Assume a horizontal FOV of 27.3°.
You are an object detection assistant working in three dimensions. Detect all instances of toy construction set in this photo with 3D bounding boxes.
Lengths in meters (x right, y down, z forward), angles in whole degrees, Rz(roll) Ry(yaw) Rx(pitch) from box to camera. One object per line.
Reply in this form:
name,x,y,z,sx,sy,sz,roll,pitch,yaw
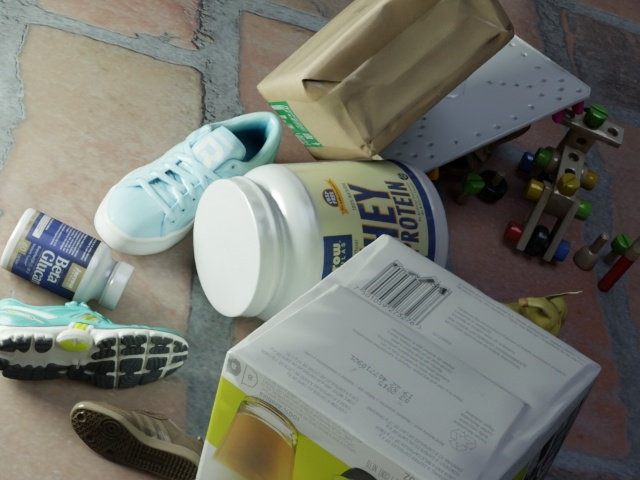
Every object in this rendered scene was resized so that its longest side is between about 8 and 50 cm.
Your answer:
toy construction set,0.456,-0.092,2.291,0.309,0.237,0.257,44,45,12

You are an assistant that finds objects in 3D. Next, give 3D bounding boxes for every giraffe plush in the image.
giraffe plush,0.331,0.176,2.053,0.181,0.210,0.170,-3,83,-37

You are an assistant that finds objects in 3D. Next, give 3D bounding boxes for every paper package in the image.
paper package,0.088,-0.272,1.998,0.309,0.325,0.168,-40,102,-8

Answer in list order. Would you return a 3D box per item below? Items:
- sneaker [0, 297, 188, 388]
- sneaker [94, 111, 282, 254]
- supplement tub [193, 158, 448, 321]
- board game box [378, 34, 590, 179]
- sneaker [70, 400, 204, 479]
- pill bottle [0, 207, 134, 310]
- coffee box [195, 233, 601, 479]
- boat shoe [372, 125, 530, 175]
sneaker,-0.310,0.125,1.772,0.275,0.107,0.110,9,38,-22
sneaker,-0.195,-0.110,2.007,0.135,0.150,0.366,41,44,11
supplement tub,0.000,0.000,1.955,0.325,0.235,0.235,-5,54,-32
board game box,0.196,-0.264,2.278,0.390,0.050,0.390,-25,46,-22
sneaker,-0.239,0.255,1.731,0.188,0.066,0.071,29,26,-10
pill bottle,-0.350,0.031,1.833,0.169,0.094,0.094,26,44,-6
coffee box,0.084,0.262,1.657,0.338,0.334,0.338,33,41,20
boat shoe,0.247,-0.164,2.335,0.341,0.121,0.110,-17,65,-27
